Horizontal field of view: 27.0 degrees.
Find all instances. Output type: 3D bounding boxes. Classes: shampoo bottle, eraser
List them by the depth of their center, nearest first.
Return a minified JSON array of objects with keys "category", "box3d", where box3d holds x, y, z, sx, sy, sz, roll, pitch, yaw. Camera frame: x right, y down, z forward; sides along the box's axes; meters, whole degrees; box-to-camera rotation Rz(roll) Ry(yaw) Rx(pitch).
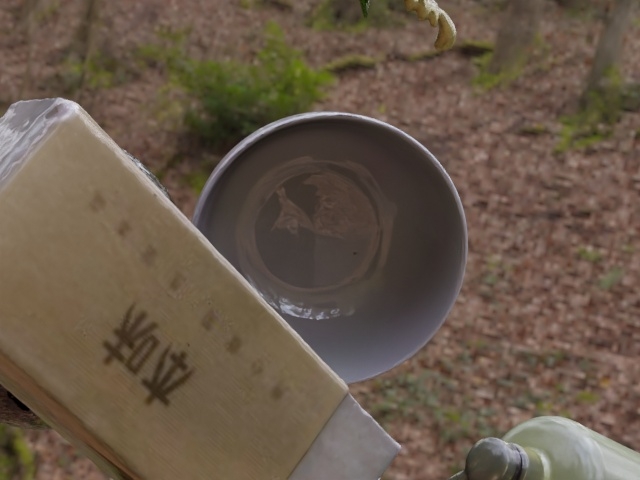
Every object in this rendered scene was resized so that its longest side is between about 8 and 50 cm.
[{"category":"shampoo bottle","box3d":[0.138,0.141,0.727,0.162,0.079,0.079,29,-16,-39]},{"category":"eraser","box3d":[-0.099,0.078,0.830,0.343,0.144,0.078,47,-23,-27]}]

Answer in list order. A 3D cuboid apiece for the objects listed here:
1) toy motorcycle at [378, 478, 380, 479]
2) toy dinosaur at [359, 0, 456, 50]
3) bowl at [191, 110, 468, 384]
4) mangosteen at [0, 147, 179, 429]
[{"category":"toy motorcycle","box3d":[-0.066,0.259,1.390,0.263,0.157,0.091,-15,10,-13]},{"category":"toy dinosaur","box3d":[0.089,-0.246,0.925,0.177,0.152,0.194,5,-26,7]},{"category":"bowl","box3d":[0.000,0.000,1.412,0.287,0.287,0.144,17,8,-12]},{"category":"mangosteen","box3d":[-0.257,0.034,1.238,0.288,0.288,0.288,14,-10,2]}]
